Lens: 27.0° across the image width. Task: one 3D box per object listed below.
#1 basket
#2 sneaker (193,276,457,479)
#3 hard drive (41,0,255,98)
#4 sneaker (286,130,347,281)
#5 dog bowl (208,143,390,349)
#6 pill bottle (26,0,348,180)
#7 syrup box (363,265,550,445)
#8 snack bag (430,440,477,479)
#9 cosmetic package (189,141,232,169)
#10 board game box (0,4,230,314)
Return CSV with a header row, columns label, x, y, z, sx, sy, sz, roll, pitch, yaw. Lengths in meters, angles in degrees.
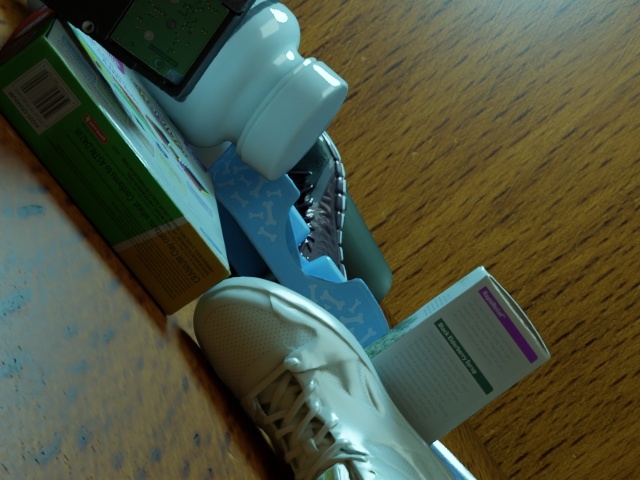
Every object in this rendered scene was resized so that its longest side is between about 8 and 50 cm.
label,x,y,z,sx,sy,sz,roll,pitch,yaw
basket,0.000,0.000,1.933,0.227,0.154,0.204,56,-1,-33
sneaker,0.003,0.154,1.047,0.292,0.108,0.169,45,14,-2
hard drive,-0.183,-0.308,1.100,0.339,0.237,0.064,36,10,-1
sneaker,-0.028,-0.024,1.664,0.162,0.106,0.281,-7,87,-75
dog bowl,-0.038,0.028,1.493,0.297,0.074,0.166,55,-17,-1
pill bottle,-0.133,-0.209,1.389,0.318,0.176,0.176,39,3,7
syrup box,0.079,0.129,1.179,0.096,0.237,0.093,55,4,-2
snack bag,0.175,0.302,1.617,0.323,0.037,0.342,45,-8,32
cosmetic package,-0.232,-0.249,1.636,0.377,0.097,0.284,55,6,8
board game box,-0.182,-0.092,1.184,0.242,0.064,0.316,53,5,-18
